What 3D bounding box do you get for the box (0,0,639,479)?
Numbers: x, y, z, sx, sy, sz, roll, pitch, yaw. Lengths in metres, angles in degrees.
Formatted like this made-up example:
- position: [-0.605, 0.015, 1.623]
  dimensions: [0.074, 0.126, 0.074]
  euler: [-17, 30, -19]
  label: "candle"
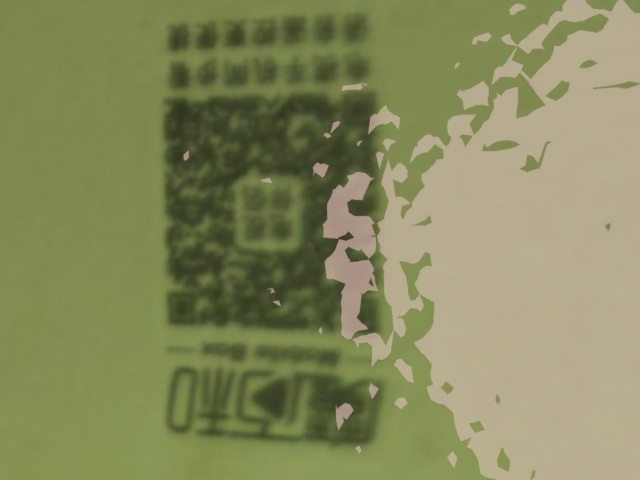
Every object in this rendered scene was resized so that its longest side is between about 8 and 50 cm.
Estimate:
- position: [0.000, 0.000, 0.480]
  dimensions: [0.367, 0.090, 0.373]
  euler: [1, 95, 25]
  label: "box"
